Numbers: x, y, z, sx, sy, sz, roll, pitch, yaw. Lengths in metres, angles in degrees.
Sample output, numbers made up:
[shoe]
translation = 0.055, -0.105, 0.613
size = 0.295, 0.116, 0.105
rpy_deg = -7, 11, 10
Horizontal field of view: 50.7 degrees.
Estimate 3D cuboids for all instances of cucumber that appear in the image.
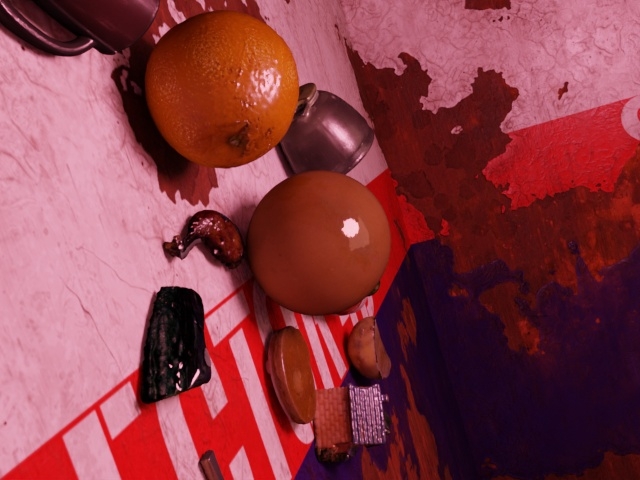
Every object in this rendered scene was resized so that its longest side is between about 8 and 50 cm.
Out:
[cucumber]
translation = -0.208, 0.163, 1.022
size = 0.115, 0.086, 0.193
rpy_deg = 50, 23, -50

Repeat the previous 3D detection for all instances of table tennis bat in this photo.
[table tennis bat]
translation = -0.146, 0.435, 1.079
size = 0.130, 0.019, 0.220
rpy_deg = -55, 130, -68

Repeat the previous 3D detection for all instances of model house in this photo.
[model house]
translation = 0.091, 0.426, 1.584
size = 0.183, 0.172, 0.166
rpy_deg = 45, 33, -60

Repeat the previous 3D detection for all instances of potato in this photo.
[potato]
translation = 0.135, 0.334, 1.935
size = 0.138, 0.098, 0.243
rpy_deg = -82, 158, -45

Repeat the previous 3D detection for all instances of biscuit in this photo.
[biscuit]
translation = -0.063, 0.283, 1.421
size = 0.181, 0.049, 0.208
rpy_deg = 31, 46, -67

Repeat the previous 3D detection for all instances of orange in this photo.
[orange]
translation = -0.168, -0.259, 1.169
size = 0.274, 0.274, 0.274
rpy_deg = -15, 90, -73

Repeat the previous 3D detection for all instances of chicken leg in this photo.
[chicken leg]
translation = -0.203, -0.003, 1.222
size = 0.253, 0.051, 0.106
rpy_deg = 10, 72, -68

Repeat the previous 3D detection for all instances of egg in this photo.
[egg]
translation = 0.000, 0.000, 1.427
size = 0.374, 0.301, 0.301
rpy_deg = -57, 130, -69

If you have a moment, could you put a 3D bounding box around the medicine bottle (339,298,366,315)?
[medicine bottle]
translation = 0.035, 0.123, 1.732
size = 0.250, 0.131, 0.131
rpy_deg = 33, 45, -67

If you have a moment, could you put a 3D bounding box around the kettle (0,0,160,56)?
[kettle]
translation = -0.357, -0.356, 0.922
size = 0.232, 0.144, 0.202
rpy_deg = 29, 79, -59

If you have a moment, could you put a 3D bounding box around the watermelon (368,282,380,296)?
[watermelon]
translation = 0.139, 0.130, 2.124
size = 0.109, 0.109, 0.109
rpy_deg = -15, 90, -73

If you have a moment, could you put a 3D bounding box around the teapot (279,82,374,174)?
[teapot]
translation = -0.005, -0.323, 1.822
size = 0.239, 0.239, 0.321
rpy_deg = 50, 33, -28
